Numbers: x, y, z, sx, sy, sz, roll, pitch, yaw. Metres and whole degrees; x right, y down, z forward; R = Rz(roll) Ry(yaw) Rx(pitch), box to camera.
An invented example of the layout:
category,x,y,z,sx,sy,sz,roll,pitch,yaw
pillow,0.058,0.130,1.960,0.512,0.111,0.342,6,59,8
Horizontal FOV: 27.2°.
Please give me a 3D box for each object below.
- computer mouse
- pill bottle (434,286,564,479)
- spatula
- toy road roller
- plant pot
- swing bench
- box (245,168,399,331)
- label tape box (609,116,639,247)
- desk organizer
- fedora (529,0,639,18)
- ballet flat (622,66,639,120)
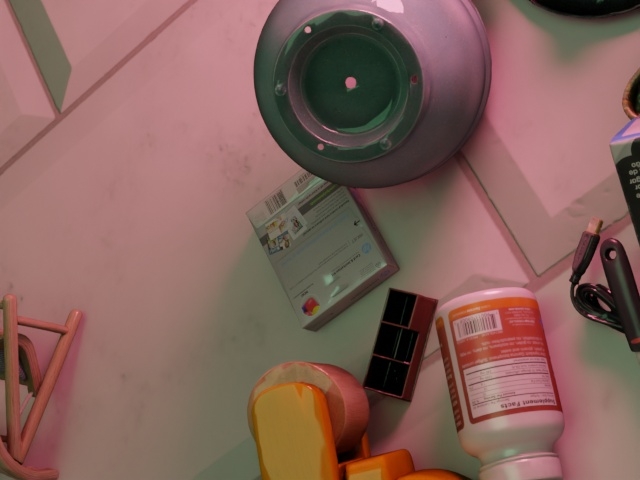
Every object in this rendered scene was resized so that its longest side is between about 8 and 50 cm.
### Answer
category,x,y,z,sx,sy,sz,roll,pitch,yaw
computer mouse,0.388,-0.003,1.455,0.184,0.060,0.262,27,105,29
pill bottle,0.206,0.171,1.485,0.121,0.121,0.216,-19,69,27
spatula,0.359,0.138,1.425,0.084,0.030,0.296,-21,86,34
toy road roller,0.071,0.285,1.489,0.241,0.202,0.329,-15,81,12
plant pot,0.047,-0.191,1.551,0.293,0.196,0.293,3,103,11
swing bench,-0.501,0.203,1.887,0.253,0.165,0.254,4,81,32
box,0.000,0.000,1.702,0.145,0.038,0.186,-38,61,19
label tape box,0.452,0.020,1.289,0.241,0.106,0.333,-14,101,29
desk organizer,0.096,0.126,1.605,0.047,0.050,0.130,13,85,33
fedora,0.322,-0.437,1.541,0.334,0.152,0.334,-8,74,30
ballet flat,0.417,-0.201,1.338,0.348,0.123,0.123,128,135,-62
